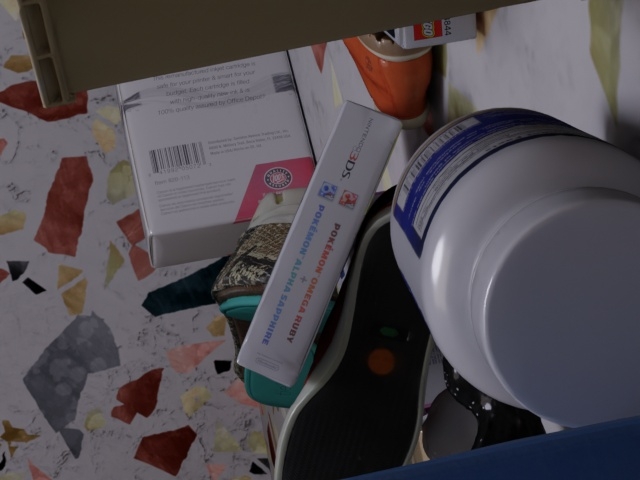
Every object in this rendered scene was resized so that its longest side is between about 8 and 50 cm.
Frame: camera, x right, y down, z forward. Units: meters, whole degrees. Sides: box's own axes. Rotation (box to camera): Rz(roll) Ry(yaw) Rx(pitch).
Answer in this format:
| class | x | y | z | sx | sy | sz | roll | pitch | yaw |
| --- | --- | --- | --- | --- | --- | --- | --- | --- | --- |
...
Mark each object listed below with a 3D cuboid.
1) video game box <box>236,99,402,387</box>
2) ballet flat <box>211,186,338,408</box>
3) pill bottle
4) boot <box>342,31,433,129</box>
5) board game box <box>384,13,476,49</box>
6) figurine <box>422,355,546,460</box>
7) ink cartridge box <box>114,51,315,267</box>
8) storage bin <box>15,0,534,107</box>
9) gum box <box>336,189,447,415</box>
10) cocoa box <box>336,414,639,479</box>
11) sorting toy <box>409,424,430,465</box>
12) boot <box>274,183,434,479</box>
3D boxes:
| class | x | y | z | sx | sy | sz | roll | pitch | yaw |
| --- | --- | --- | --- | --- | --- | --- | --- | --- | --- |
| video game box | 0.000 | 0.000 | 0.910 | 0.205 | 0.048 | 0.187 | -79 | 14 | -89 |
| ballet flat | -0.029 | 0.047 | 1.361 | 0.483 | 0.164 | 0.182 | 100 | 177 | -71 |
| pill bottle | 0.092 | 0.008 | 0.531 | 0.187 | 0.112 | 0.112 | -103 | 4 | -77 |
| boot | 0.041 | -0.141 | 0.933 | 0.158 | 0.059 | 0.085 | -116 | 12 | -54 |
| board game box | 0.029 | -0.260 | 0.855 | 0.305 | 0.053 | 0.193 | -119 | 21 | -63 |
| figurine | 0.112 | 0.154 | 0.801 | 0.215 | 0.092 | 0.209 | 95 | 169 | -64 |
| ink cartridge box | -0.128 | -0.131 | 1.514 | 0.117 | 0.207 | 0.283 | 107 | 152 | -68 |
| storage bin | -0.003 | -0.187 | 0.470 | 0.260 | 0.262 | 0.123 | 97 | 158 | -64 |
| gum box | 0.056 | 0.062 | 1.059 | 0.107 | 0.062 | 0.188 | 119 | 139 | -77 |
| cocoa box | 0.051 | 0.210 | 0.475 | 0.347 | 0.231 | 0.228 | 136 | 123 | -60 |
| sorting toy | 0.105 | 0.311 | 1.165 | 0.229 | 0.041 | 0.307 | 160 | 99 | -77 |
| boot | 0.035 | 0.081 | 0.916 | 0.176 | 0.088 | 0.244 | -76 | 4 | -80 |
